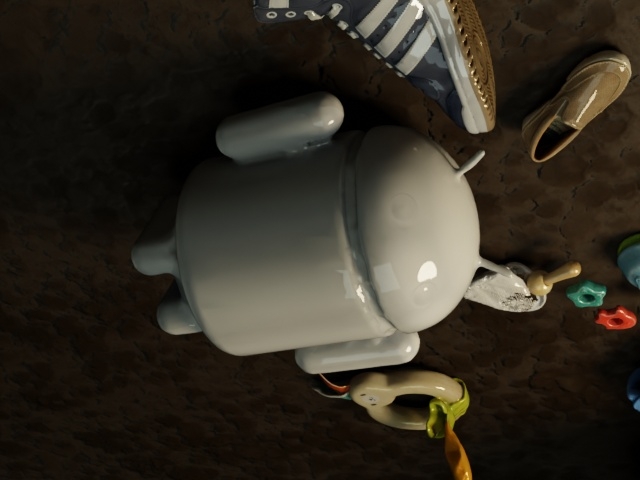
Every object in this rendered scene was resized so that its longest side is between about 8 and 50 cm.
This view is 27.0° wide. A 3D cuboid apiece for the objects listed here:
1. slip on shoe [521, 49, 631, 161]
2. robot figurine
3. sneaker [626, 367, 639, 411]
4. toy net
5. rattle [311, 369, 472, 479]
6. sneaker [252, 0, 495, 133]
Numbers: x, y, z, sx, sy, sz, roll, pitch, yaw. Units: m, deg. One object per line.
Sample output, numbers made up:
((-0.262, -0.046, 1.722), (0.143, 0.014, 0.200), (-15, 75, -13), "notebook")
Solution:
((0.233, -0.121, 1.221), (0.051, 0.041, 0.135), (26, 139, -24), "slip on shoe")
((0.000, 0.000, 1.284), (0.353, 0.200, 0.300), (-8, 122, 20), "robot figurine")
((0.428, 0.195, 1.590), (0.126, 0.091, 0.240), (17, 146, 17), "sneaker")
((0.272, 0.048, 1.439), (0.232, 0.045, 0.122), (-2, 144, 14), "toy net")
((0.080, 0.228, 1.630), (0.199, 0.143, 0.130), (11, 162, -16), "rattle")
((0.041, -0.188, 1.112), (0.153, 0.099, 0.282), (-16, 131, 19), "sneaker")
